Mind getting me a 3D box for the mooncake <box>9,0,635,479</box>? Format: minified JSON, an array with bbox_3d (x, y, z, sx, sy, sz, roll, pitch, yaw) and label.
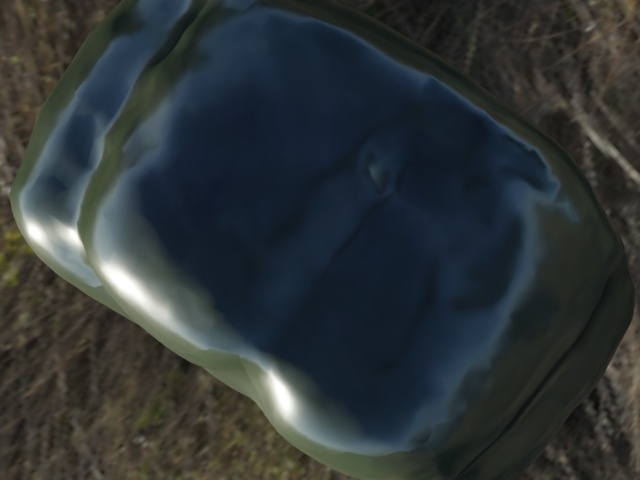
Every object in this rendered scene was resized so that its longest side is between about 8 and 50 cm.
[{"bbox_3d":[0.000,0.000,0.460,0.168,0.175,0.104,32,86,-26],"label":"mooncake"}]
